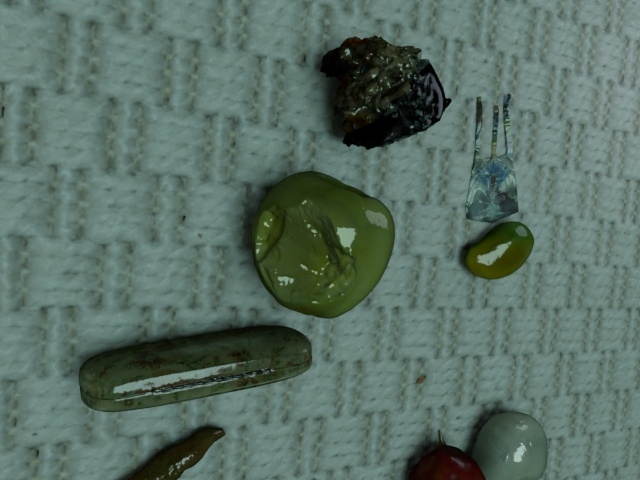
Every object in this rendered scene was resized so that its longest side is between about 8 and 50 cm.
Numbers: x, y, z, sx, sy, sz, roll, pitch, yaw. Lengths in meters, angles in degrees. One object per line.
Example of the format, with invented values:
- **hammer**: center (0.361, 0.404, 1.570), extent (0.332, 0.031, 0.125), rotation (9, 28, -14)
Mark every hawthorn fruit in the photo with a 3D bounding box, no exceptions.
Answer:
- **hawthorn fruit**: center (0.299, 0.579, 1.415), extent (0.189, 0.189, 0.251), rotation (7, 72, -28)

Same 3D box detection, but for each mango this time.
- **mango**: center (0.436, 0.029, 1.455), extent (0.191, 0.085, 0.122), rotation (-33, 121, -10)

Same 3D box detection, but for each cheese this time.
- **cheese**: center (0.480, 0.527, 1.501), extent (0.198, 0.154, 0.189), rotation (7, 88, -27)

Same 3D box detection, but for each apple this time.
- **apple**: center (0.000, 0.000, 1.127), extent (0.279, 0.279, 0.279), rotation (-4, 99, -27)

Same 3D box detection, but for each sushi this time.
- **sushi**: center (0.120, -0.302, 1.166), extent (0.225, 0.238, 0.218), rotation (-37, 107, -37)

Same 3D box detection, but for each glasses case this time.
- **glasses case**: center (-0.218, 0.229, 1.101), extent (0.425, 0.156, 0.098), rotation (-5, 101, -27)

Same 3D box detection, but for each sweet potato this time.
- **sweet potato**: center (-0.302, 0.440, 1.138), extent (0.274, 0.067, 0.067), rotation (-31, 110, -25)

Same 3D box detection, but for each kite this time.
- **kite**: center (0.413, -0.194, 1.447), extent (0.169, 0.015, 0.310), rotation (-13, 103, -24)
